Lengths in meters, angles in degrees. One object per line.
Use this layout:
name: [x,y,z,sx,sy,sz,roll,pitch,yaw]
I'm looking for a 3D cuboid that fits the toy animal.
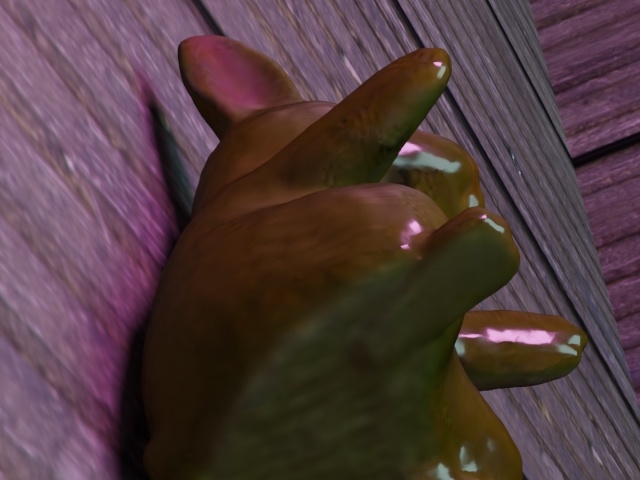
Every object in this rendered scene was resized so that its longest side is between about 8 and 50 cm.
toy animal: [0.017,-0.001,0.893,0.363,0.180,0.181,-85,157,-58]
